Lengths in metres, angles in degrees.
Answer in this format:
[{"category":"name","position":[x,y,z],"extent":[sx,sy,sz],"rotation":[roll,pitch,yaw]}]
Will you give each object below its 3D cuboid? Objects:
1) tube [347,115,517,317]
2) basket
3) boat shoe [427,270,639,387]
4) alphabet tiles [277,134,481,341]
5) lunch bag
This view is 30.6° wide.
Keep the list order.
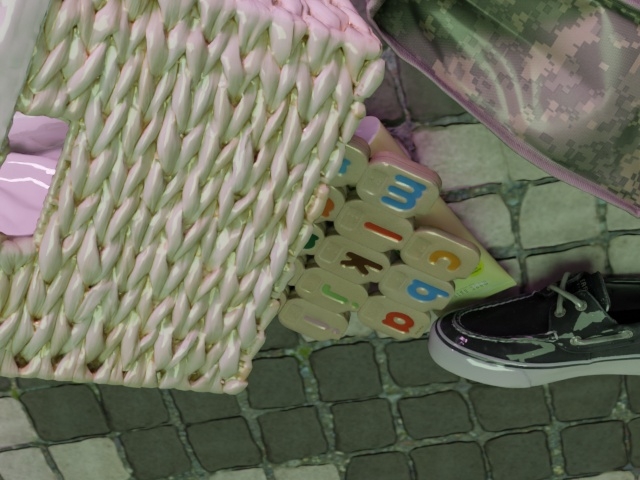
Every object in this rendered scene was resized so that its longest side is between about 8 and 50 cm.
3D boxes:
[{"category":"tube","position":[0.096,-0.016,1.136],"extent":[0.070,0.062,0.240],"rotation":[13,149,53]},{"category":"basket","position":[-0.166,-0.102,0.883],"extent":[0.267,0.331,0.328],"rotation":[11,117,-27]},{"category":"boat shoe","position":[0.259,0.077,1.162],"extent":[0.301,0.108,0.102],"rotation":[1,126,0]},{"category":"alphabet tiles","position":[0.000,0.000,1.128],"extent":[0.278,0.021,0.284],"rotation":[23,139,-7]},{"category":"lunch bag","position":[0.159,-0.185,0.899],"extent":[0.287,0.235,0.169],"rotation":[25,121,-15]}]
